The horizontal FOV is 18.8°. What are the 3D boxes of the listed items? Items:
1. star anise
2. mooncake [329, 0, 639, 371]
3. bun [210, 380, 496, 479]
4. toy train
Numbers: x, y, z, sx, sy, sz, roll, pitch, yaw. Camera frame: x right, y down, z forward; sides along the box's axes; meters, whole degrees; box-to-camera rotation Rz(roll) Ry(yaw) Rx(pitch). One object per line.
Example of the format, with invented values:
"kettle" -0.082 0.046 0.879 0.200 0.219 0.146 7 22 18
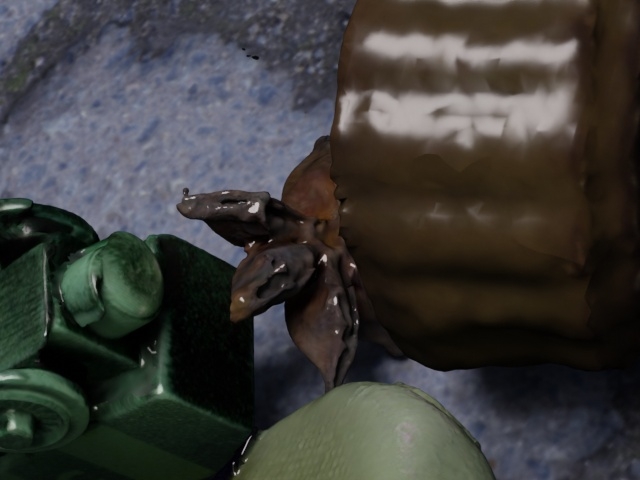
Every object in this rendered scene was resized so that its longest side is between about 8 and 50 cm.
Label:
"star anise" 0.006 0.016 1.311 0.063 0.208 0.172 -28 88 36
"mooncake" 0.146 -0.072 1.210 0.187 0.324 0.324 5 63 22
"bun" 0.017 0.236 1.162 0.293 0.187 0.293 -42 23 23
"toy train" -0.189 0.099 1.292 0.299 0.238 0.167 -26 51 35
